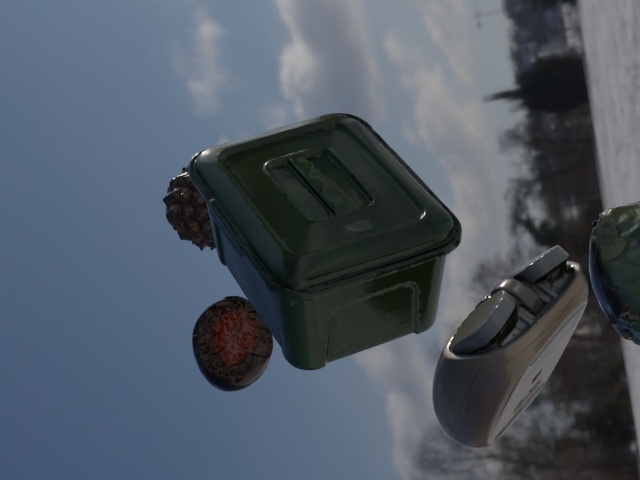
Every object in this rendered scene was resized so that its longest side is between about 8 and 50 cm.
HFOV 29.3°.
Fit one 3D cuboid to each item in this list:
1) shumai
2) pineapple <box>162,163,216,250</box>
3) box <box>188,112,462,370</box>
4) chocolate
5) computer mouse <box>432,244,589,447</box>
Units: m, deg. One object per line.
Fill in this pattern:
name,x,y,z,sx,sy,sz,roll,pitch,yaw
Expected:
shumai,0.539,0.021,1.678,0.397,0.323,0.324,13,-114,-56
pineapple,-0.159,-0.073,2.018,0.166,0.193,0.166,24,-129,-34
box,0.000,0.000,1.525,0.329,0.252,0.178,-128,29,-49
chocolate,-0.135,0.164,1.831,0.133,0.124,0.127,-62,-35,-38
computer mouse,0.164,0.098,1.096,0.145,0.082,0.236,-43,-21,-24
